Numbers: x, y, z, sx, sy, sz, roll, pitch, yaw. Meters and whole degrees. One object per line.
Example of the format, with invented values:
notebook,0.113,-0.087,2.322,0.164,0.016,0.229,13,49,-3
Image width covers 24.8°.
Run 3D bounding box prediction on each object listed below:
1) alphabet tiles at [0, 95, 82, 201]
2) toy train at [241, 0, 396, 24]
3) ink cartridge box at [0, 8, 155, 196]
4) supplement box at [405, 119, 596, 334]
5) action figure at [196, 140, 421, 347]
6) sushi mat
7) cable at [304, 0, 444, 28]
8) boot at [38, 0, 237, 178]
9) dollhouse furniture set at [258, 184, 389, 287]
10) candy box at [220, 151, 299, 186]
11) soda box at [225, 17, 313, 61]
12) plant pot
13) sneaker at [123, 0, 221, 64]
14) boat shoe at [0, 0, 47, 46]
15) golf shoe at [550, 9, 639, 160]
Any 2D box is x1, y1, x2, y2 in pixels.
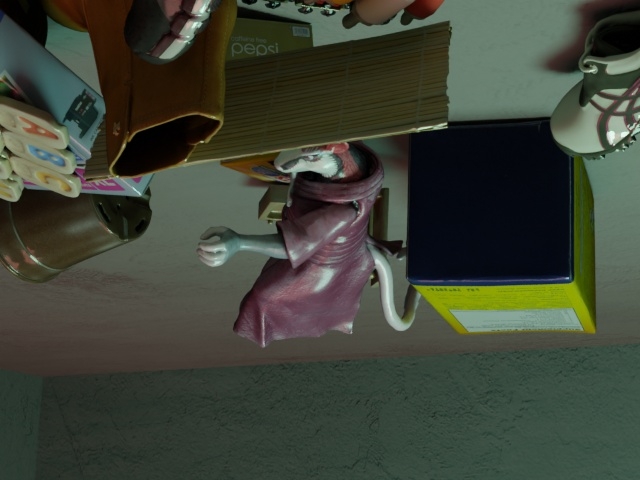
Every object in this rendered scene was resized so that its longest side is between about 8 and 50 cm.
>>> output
alphabet tiles,-0.356,-0.116,1.338,0.278,0.021,0.284,21,159,4
toy train,-0.003,-0.220,1.310,0.158,0.027,0.036,6,163,-18
ink cartridge box,-0.309,-0.146,1.334,0.186,0.065,0.311,5,151,42
supplement box,0.236,-0.007,1.827,0.194,0.195,0.356,-1,166,15
action figure,0.010,-0.009,1.656,0.276,0.248,0.370,16,146,0
sushi mat,-0.044,-0.120,1.244,0.317,0.151,0.019,-8,131,11
cable,0.108,-0.232,1.138,0.139,0.072,0.287,5,168,-27
boot,-0.167,-0.153,1.218,0.104,0.211,0.295,12,164,-33
dollhouse furniture set,0.000,0.000,1.925,0.151,0.123,0.144,4,169,-10
candy box,-0.024,-0.089,1.879,0.105,0.027,0.206,-4,166,38
soda box,-0.098,-0.178,1.388,0.181,0.058,0.061,1,169,-30
plant pot,-0.317,-0.044,1.866,0.165,0.167,0.167,-16,160,30
sneaker,-0.120,-0.248,0.978,0.163,0.106,0.281,18,135,-19
boat shoe,-0.300,-0.214,1.331,0.072,0.068,0.190,15,159,5
golf shoe,0.290,-0.166,1.396,0.120,0.105,0.273,24,154,-19
